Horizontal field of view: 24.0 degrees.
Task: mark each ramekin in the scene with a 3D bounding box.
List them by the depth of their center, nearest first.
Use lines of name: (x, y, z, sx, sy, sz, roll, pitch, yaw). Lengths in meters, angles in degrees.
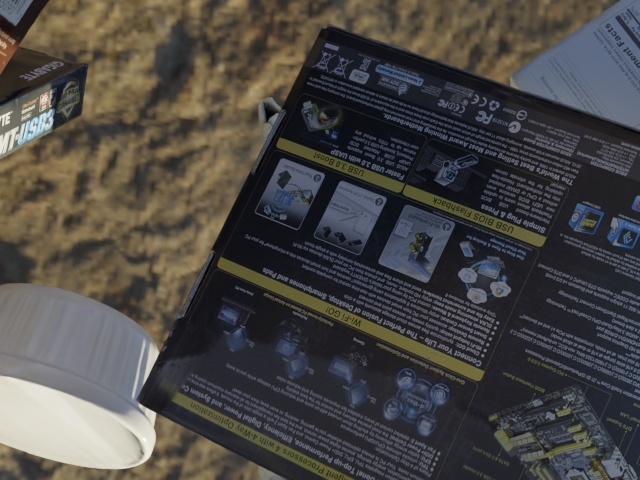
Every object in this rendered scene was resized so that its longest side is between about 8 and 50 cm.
ramekin: (-0.307, 0.154, 1.746, 0.273, 0.272, 0.127, 48, 51, -45)

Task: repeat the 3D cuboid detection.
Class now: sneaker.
sneaker: (-0.047, -0.127, 1.943, 0.053, 0.152, 0.061, -28, 137, -8)

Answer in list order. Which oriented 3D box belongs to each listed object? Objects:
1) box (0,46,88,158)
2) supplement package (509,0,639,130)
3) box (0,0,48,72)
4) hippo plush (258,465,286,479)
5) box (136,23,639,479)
box: (-0.437, -0.161, 1.584, 0.295, 0.293, 0.073, -48, 149, -65)
supplement package: (0.289, -0.039, 1.206, 0.145, 0.262, 0.204, -33, 161, 2)
box: (-0.321, -0.220, 1.112, 0.167, 0.203, 0.168, -57, 169, -1)
hippo plush: (0.022, 0.344, 2.085, 0.234, 0.294, 0.237, 64, 8, -58)
box: (0.108, 0.055, 1.044, 0.318, 0.394, 0.097, -64, 153, -8)
